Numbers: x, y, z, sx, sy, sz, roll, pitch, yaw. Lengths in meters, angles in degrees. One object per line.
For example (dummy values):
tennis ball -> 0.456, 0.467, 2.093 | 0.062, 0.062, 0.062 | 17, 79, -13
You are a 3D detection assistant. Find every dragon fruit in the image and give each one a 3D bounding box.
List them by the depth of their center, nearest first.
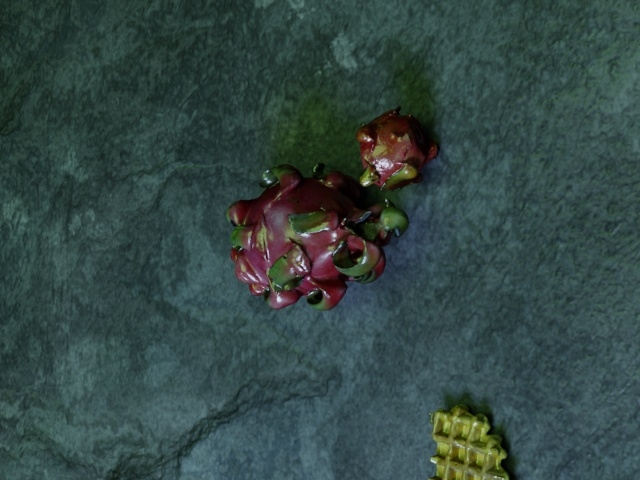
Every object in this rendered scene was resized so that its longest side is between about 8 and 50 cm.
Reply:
dragon fruit -> 0.108, -0.125, 1.724 | 0.068, 0.126, 0.112 | -14, 85, 43
dragon fruit -> -0.001, 0.005, 1.775 | 0.272, 0.218, 0.198 | 25, 146, 34

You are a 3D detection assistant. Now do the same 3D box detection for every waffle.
waffle -> 0.179, 0.313, 1.675 | 0.160, 0.046, 0.192 | -36, 63, 31
